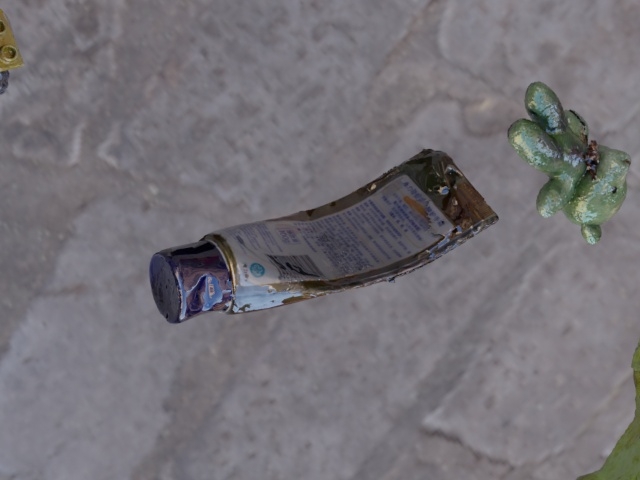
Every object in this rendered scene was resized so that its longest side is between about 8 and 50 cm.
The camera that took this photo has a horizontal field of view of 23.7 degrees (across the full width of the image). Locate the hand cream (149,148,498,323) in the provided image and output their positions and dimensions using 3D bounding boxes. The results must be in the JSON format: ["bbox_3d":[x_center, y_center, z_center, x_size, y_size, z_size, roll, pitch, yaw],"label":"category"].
[{"bbox_3d":[0.000,0.000,0.709,0.163,0.062,0.039,-18,134,-24],"label":"hand cream"}]

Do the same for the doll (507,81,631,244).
[{"bbox_3d":[0.220,-0.070,1.331,0.077,0.115,0.150,-14,138,40],"label":"doll"}]

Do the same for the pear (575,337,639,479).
[{"bbox_3d":[0.333,0.141,1.201,0.164,0.238,0.255,27,78,-17],"label":"pear"}]

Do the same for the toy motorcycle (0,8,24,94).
[{"bbox_3d":[-0.336,-0.248,1.411,0.094,0.229,0.130,-19,174,-39],"label":"toy motorcycle"}]
